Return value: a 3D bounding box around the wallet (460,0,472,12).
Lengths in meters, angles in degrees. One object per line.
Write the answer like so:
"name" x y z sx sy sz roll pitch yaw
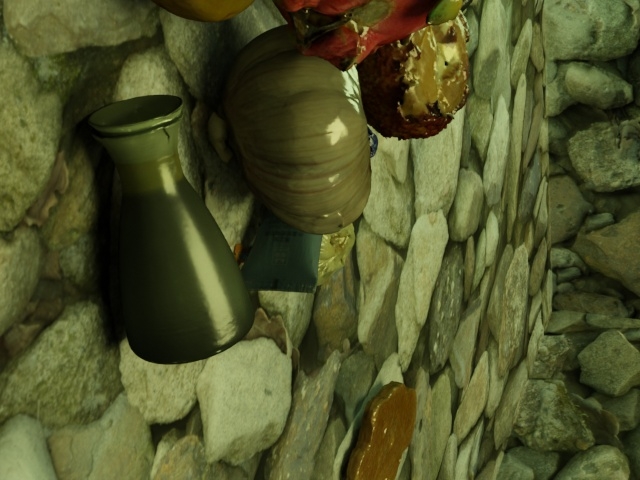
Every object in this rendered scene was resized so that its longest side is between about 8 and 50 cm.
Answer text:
"wallet" 0.207 -0.554 2.151 0.247 0.041 0.323 -45 136 -15

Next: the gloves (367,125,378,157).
"gloves" 0.096 -0.198 2.099 0.086 0.026 0.064 45 57 -62

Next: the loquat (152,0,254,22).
"loquat" -0.161 -0.374 1.268 0.187 0.176 0.234 57 10 33

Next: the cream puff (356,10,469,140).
"cream puff" 0.144 -0.349 1.919 0.350 0.228 0.351 8 80 -54

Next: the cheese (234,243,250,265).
"cheese" -0.112 0.029 1.681 0.111 0.017 0.047 13 76 -60

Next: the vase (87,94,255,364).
"vase" -0.200 -0.017 1.302 0.173 0.173 0.321 -48 132 -54

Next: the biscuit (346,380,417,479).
"biscuit" 0.138 0.462 2.332 0.376 0.051 0.269 -27 123 -62

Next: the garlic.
"garlic" -0.028 -0.163 1.549 0.322 0.241 0.322 -12 90 -68

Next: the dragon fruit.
"dragon fruit" 0.058 -0.369 1.362 0.226 0.305 0.305 -84 165 -50

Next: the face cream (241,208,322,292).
"face cream" -0.035 -0.066 1.709 0.086 0.135 0.385 74 24 -47

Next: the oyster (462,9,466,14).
"oyster" 0.277 -0.612 2.328 0.238 0.114 0.351 -63 145 -23

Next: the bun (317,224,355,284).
"bun" 0.000 0.000 1.817 0.188 0.111 0.164 8 91 -70
